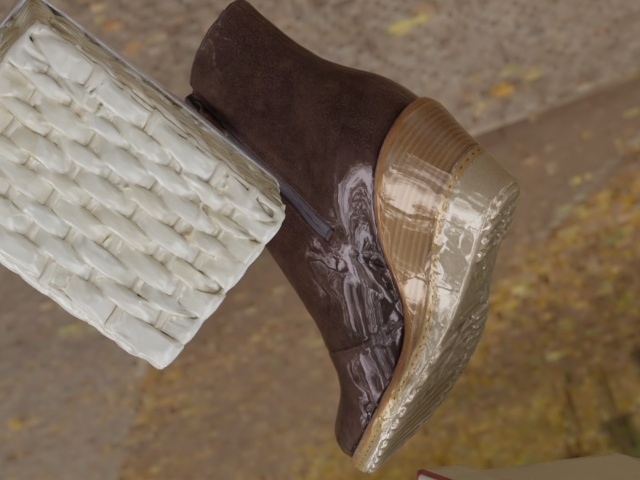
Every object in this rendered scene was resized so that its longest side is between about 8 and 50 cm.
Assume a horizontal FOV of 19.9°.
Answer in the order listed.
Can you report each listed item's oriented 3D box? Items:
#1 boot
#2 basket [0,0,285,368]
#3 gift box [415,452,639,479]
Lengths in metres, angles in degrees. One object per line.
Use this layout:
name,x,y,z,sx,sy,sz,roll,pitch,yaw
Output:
boot,0.000,0.000,1.086,0.090,0.207,0.248,-35,150,-47
basket,-0.110,-0.027,0.890,0.113,0.167,0.103,-52,-167,3
gift box,0.199,0.263,1.117,0.276,0.255,0.258,7,-175,44
